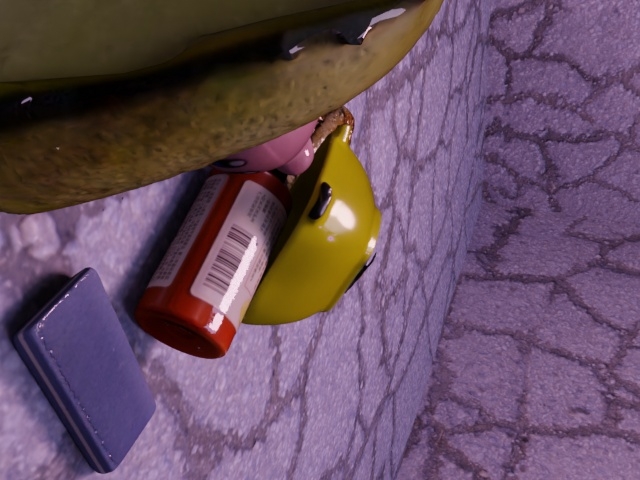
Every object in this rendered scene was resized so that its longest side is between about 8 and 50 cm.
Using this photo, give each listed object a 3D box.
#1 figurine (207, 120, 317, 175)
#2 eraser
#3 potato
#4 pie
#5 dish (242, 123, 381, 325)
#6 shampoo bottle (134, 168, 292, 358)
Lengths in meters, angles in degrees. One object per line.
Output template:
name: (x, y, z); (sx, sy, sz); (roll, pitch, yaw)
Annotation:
figurine: (-0.078, -0.145, 0.603); (0.173, 0.173, 0.173); (10, 90, -69)
eraser: (-0.207, 0.127, 0.572); (0.082, 0.036, 0.225); (-59, 151, -43)
potato: (-0.059, -0.167, 0.421); (0.213, 0.280, 0.330); (82, 7, -72)
pie: (-0.001, -0.130, 0.939); (0.193, 0.079, 0.163); (-59, 156, -47)
dish: (0.000, 0.000, 0.774); (0.262, 0.108, 0.221); (-54, -165, 41)
shampoo bottle: (-0.098, -0.014, 0.695); (0.104, 0.104, 0.278); (70, 36, -53)
